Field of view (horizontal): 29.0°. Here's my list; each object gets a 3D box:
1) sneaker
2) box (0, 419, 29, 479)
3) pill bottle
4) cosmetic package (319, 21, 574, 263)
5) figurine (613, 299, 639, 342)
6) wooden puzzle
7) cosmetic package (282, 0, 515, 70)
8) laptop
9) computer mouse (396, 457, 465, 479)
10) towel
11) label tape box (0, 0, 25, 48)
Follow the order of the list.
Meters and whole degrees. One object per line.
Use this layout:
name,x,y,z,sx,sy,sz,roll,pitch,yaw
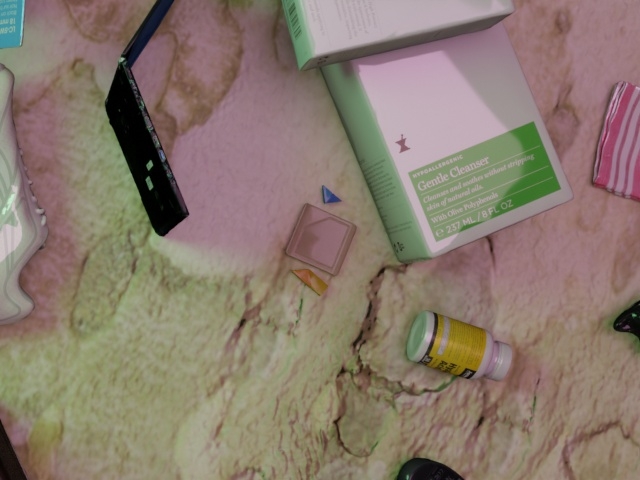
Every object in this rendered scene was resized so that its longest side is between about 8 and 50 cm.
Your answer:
sneaker,-0.356,-0.047,1.356,0.118,0.110,0.292,7,92,-21
box,-0.387,0.243,1.174,0.191,0.381,0.143,-25,91,-14
pill bottle,0.168,0.130,1.482,0.116,0.065,0.065,18,82,-11
cosmetic package,0.123,-0.177,1.451,0.197,0.155,0.366,-24,92,-11
figurine,0.500,0.103,1.558,0.209,0.092,0.215,-45,103,-5
wooden puzzle,0.000,0.000,1.479,0.078,0.014,0.116,32,79,-14
cosmetic package,0.079,-0.267,1.328,0.231,0.085,0.117,-13,89,-12
laptop,-0.154,-0.157,1.340,0.136,0.234,0.264,-22,90,-14
computer mouse,0.178,0.349,1.487,0.242,0.041,0.071,47,68,-12
towel,0.452,-0.112,1.590,0.197,0.029,0.144,16,83,-12
label tape box,-0.406,-0.368,1.290,0.106,0.240,0.334,14,79,-52
